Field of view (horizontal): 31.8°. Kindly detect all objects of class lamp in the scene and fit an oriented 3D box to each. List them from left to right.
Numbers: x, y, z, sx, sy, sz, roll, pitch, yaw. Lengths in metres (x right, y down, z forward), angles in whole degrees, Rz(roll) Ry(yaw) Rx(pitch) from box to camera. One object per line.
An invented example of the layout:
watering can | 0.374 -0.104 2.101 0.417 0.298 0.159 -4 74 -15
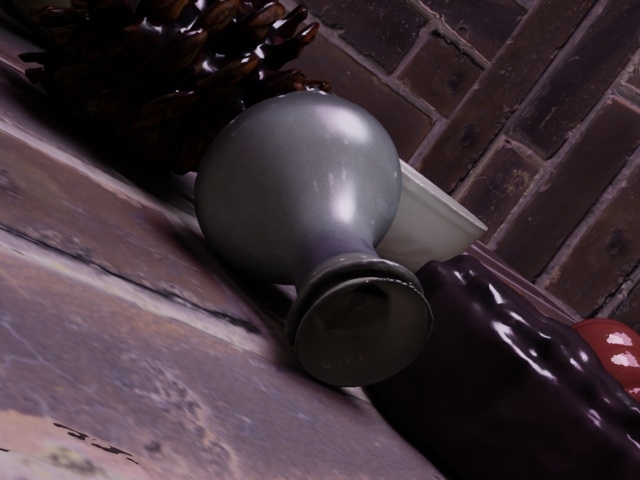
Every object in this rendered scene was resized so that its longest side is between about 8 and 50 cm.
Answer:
lamp | 0.302 0.175 1.223 0.182 0.140 0.182 -9 90 -81

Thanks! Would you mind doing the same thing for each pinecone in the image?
pinecone | -0.142 -0.194 1.103 0.296 0.242 0.298 40 -8 -20

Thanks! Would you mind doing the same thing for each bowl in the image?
bowl | 0.086 -0.046 1.586 0.277 0.145 0.277 34 9 -7

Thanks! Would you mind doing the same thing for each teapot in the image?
teapot | 0.000 0.000 0.919 0.183 0.183 0.251 31 22 -34

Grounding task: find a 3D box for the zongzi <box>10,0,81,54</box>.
zongzi | -0.380 -0.382 1.462 0.447 0.181 0.418 38 9 30

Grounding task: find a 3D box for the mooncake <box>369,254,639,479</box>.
mooncake | 0.177 0.134 0.955 0.283 0.141 0.283 38 8 -7

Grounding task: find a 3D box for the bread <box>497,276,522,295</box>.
bread | 0.263 0.104 1.709 0.114 0.083 0.211 31 7 -9
